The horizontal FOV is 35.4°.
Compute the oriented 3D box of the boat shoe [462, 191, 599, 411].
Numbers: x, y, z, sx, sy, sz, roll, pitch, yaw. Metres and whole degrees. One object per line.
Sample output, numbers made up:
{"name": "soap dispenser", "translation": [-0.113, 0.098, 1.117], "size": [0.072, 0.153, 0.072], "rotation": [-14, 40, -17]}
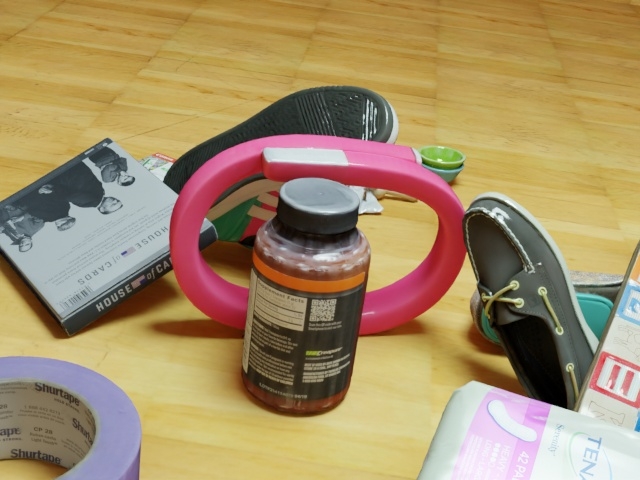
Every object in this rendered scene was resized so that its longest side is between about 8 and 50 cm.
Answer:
{"name": "boat shoe", "translation": [0.192, 0.064, 0.926], "size": [0.068, 0.228, 0.081], "rotation": [-32, 3, -42]}

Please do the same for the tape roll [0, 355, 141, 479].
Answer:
{"name": "tape roll", "translation": [-0.226, 0.169, 0.730], "size": [0.189, 0.080, 0.189], "rotation": [6, 28, -3]}

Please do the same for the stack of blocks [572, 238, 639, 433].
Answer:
{"name": "stack of blocks", "translation": [0.327, 0.109, 0.861], "size": [0.171, 0.087, 0.297], "rotation": [23, 49, 14]}

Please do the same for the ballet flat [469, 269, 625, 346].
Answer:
{"name": "ballet flat", "translation": [0.314, 0.072, 1.040], "size": [0.316, 0.108, 0.106], "rotation": [11, 16, 4]}

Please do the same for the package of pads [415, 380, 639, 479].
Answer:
{"name": "package of pads", "translation": [0.193, 0.231, 0.656], "size": [0.296, 0.101, 0.229], "rotation": [17, 42, 16]}

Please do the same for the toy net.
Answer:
{"name": "toy net", "translation": [0.088, -0.091, 1.351], "size": [0.232, 0.045, 0.122], "rotation": [-20, 38, -41]}

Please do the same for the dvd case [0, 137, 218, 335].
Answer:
{"name": "dvd case", "translation": [-0.242, -0.014, 1.059], "size": [0.179, 0.030, 0.238], "rotation": [-34, 44, -19]}

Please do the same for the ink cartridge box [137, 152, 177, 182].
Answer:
{"name": "ink cartridge box", "translation": [-0.199, -0.088, 1.287], "size": [0.062, 0.029, 0.115], "rotation": [21, 30, 25]}

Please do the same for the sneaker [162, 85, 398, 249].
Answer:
{"name": "sneaker", "translation": [-0.010, -0.059, 1.087], "size": [0.295, 0.124, 0.178], "rotation": [-17, -26, 33]}

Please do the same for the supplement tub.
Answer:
{"name": "supplement tub", "translation": [-0.012, 0.047, 0.892], "size": [0.106, 0.198, 0.106], "rotation": [7, 27, -3]}

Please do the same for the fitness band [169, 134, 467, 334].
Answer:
{"name": "fitness band", "translation": [0.000, 0.000, 0.968], "size": [0.290, 0.209, 0.054], "rotation": [5, 36, -16]}
